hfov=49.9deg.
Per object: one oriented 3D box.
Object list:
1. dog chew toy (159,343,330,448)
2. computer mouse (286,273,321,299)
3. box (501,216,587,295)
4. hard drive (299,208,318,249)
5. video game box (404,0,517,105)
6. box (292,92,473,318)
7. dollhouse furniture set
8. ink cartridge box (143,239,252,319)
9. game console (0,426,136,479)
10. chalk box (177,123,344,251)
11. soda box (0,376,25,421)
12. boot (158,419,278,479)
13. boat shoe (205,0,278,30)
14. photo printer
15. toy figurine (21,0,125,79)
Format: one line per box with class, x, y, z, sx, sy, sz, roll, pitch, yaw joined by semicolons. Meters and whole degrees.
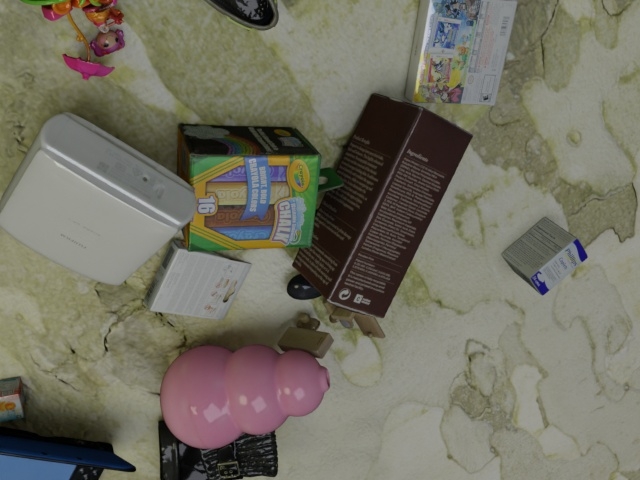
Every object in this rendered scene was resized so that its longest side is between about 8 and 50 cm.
dog chew toy;-0.146;0.299;1.378;0.331;0.207;0.207;-11;121;9
computer mouse;0.044;0.093;1.460;0.242;0.041;0.071;-7;135;-21
box;0.508;0.035;1.564;0.137;0.126;0.072;-41;120;4
hard drive;0.000;0.000;1.422;0.094;0.022;0.135;-17;120;-11
video game box;0.267;-0.365;1.322;0.187;0.048;0.205;-2;116;-21
box;0.108;-0.069;1.303;0.143;0.191;0.382;19;101;-29
dollhouse furniture set;0.025;0.211;1.467;0.151;0.144;0.123;-54;129;-32
ink cartridge box;-0.244;0.081;1.376;0.179;0.045;0.145;14;110;-45
game console;-0.556;0.471;1.359;0.293;0.173;0.250;21;106;-31
chalk box;-0.106;-0.098;1.242;0.288;0.180;0.179;-1;115;-18
soda box;-0.666;0.316;1.317;0.183;0.058;0.063;-7;118;-16
boot;-0.223;0.530;1.544;0.260;0.131;0.348;-5;116;-18
boat shoe;-0.184;-0.447;1.089;0.305;0.091;0.109;36;99;-31
photo printer;-0.382;-0.046;1.133;0.256;0.107;0.307;33;140;-22
toy figurine;-0.362;-0.340;1.088;0.173;0.130;0.159;-38;140;-27
